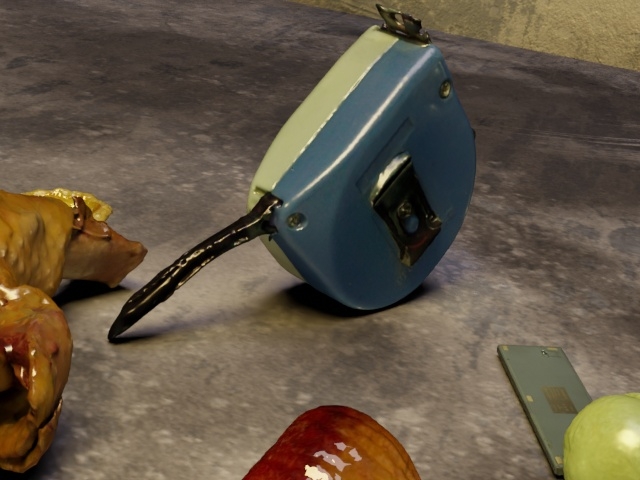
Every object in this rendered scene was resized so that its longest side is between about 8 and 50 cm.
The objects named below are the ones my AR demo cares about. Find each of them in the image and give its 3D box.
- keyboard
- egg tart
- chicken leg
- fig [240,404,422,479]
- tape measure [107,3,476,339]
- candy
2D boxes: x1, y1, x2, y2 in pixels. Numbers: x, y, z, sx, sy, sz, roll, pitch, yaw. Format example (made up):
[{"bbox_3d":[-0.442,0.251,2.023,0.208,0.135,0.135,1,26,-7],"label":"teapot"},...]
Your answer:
[{"bbox_3d":[0.177,0.123,0.756,0.055,0.014,0.176,6,21,-6],"label":"keyboard"},{"bbox_3d":[-0.237,-0.016,0.908,0.105,0.039,0.105,8,21,-3],"label":"egg tart"},{"bbox_3d":[-0.238,0.040,0.659,0.295,0.182,0.409,30,12,25],"label":"chicken leg"},{"bbox_3d":[0.012,0.159,0.519,0.119,0.153,0.119,-31,21,13],"label":"fig"},{"bbox_3d":[0.000,0.000,0.849,0.097,0.215,0.351,30,73,39],"label":"tape measure"},{"bbox_3d":[0.312,0.166,0.648,0.335,0.093,0.092,14,63,-12],"label":"candy"}]
